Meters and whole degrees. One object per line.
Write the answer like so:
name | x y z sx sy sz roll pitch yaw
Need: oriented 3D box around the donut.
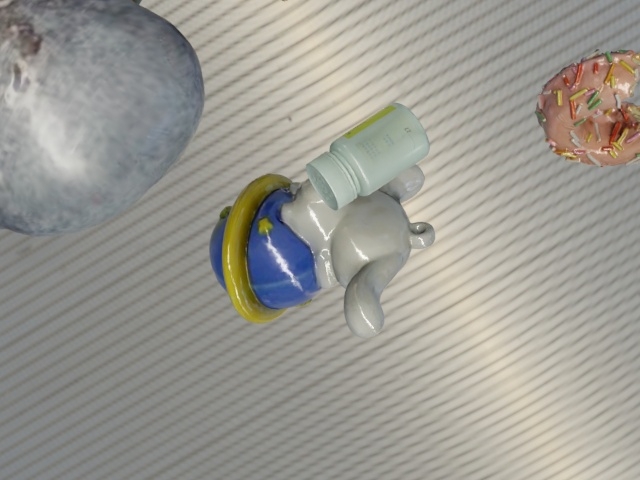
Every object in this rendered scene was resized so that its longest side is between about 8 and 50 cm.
donut | 0.440 -0.193 1.663 0.199 0.085 0.233 -20 141 31

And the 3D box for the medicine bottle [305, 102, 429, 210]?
medicine bottle | 0.034 -0.060 0.763 0.083 0.047 0.047 -33 113 -13

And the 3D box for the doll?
doll | 0.004 -0.025 1.226 0.243 0.311 0.159 -11 116 37

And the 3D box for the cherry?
cherry | -0.248 -0.141 1.029 0.255 0.218 0.296 32 79 -15
